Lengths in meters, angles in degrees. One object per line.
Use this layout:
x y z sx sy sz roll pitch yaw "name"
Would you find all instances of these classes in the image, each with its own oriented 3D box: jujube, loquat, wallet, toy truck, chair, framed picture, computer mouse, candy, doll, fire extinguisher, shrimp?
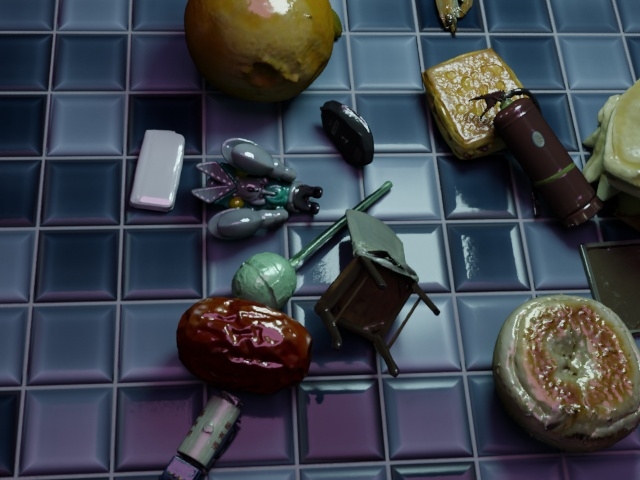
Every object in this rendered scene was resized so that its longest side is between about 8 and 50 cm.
-0.140 0.192 1.671 0.250 0.174 0.174 8 63 2 "jujube"
-0.128 -0.448 1.915 0.328 0.328 0.328 2 63 -4 "loquat"
-0.337 -0.149 1.905 0.095 0.033 0.190 9 63 -2 "wallet"
-0.207 0.363 1.626 0.074 0.088 0.201 29 65 8 "toy truck"
0.093 0.092 1.744 0.160 0.186 0.319 26 16 -21 "chair"
0.697 0.091 1.885 0.289 0.016 0.213 -5 64 -8 "framed picture"
0.065 -0.233 1.949 0.057 0.099 0.172 -30 72 -28 "computer mouse"
0.000 0.000 1.832 0.440 0.119 0.119 -38 72 -28 "candy"
-0.130 -0.116 1.837 0.258 0.153 0.195 -17 94 -9 "doll"
0.443 -0.179 1.901 0.141 0.105 0.341 -35 92 15 "fire extinguisher"
0.318 -0.562 2.176 0.099 0.041 0.180 9 60 -17 "shrimp"

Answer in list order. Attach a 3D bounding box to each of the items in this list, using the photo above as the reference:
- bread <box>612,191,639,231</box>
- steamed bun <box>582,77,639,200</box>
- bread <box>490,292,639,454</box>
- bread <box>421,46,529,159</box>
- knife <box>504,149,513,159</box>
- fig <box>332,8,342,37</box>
0.758 -0.086 1.910 0.260 0.134 0.129 -18 39 32 "bread"
0.672 -0.218 1.917 0.247 0.189 0.428 14 54 22 "steamed bun"
0.457 0.251 1.703 0.305 0.159 0.305 4 61 -7 "bread"
0.345 -0.298 2.008 0.210 0.099 0.235 -22 71 -11 "bread"
0.433 -0.215 2.020 0.027 0.010 0.096 28 64 10 "knife"
0.013 -0.496 2.093 0.088 0.074 0.074 28 63 -11 "fig"
